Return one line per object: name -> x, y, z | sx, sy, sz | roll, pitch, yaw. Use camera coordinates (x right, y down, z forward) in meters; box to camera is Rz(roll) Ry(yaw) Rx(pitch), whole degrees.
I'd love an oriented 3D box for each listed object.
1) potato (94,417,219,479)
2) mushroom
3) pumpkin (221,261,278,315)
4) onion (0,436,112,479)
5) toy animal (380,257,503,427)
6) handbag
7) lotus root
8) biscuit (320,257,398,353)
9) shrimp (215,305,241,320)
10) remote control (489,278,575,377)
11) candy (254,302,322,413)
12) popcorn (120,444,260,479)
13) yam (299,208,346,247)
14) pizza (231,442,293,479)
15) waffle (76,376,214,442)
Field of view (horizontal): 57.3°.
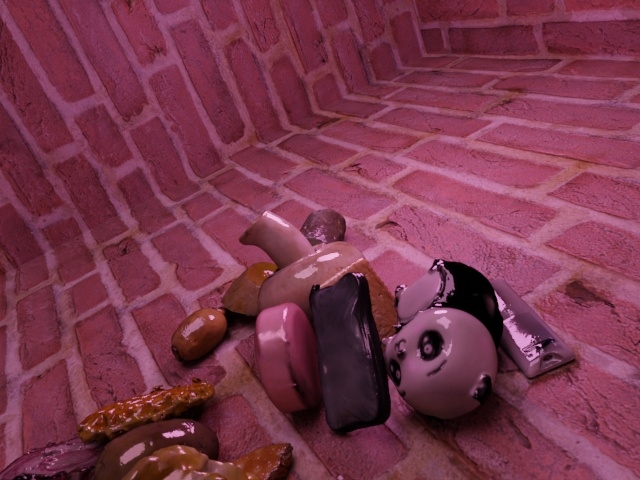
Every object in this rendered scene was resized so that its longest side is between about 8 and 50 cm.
potato -> -0.334, 0.455, 1.217 | 0.262, 0.164, 0.165 | -16, 19, -37
mushroom -> -0.053, 0.114, 1.539 | 0.356, 0.315, 0.315 | 12, 19, -21
pumpkin -> -0.180, 0.133, 1.742 | 0.218, 0.110, 0.217 | 5, 18, -2
onion -> -0.552, 0.529, 1.337 | 0.315, 0.146, 0.280 | -15, 0, 4
toy animal -> 0.258, 0.212, 1.199 | 0.251, 0.251, 0.309 | -9, 41, 24
handbag -> 0.053, 0.229, 1.241 | 0.075, 0.332, 0.192 | 5, -26, -35
lotus root -> -0.338, 0.256, 1.682 | 0.125, 0.118, 0.221 | 25, 57, 34
biscuit -> 0.113, 0.178, 1.384 | 0.160, 0.249, 0.030 | -33, -7, -20
shrimp -> -0.279, 0.213, 1.794 | 0.190, 0.042, 0.101 | -15, 20, 15
remote control -> 0.433, 0.177, 1.311 | 0.109, 0.055, 0.313 | -23, 27, -1
candy -> -0.068, 0.266, 1.318 | 0.095, 0.255, 0.255 | -16, 28, 12
popcorn -> -0.205, 0.510, 0.955 | 0.334, 0.293, 0.292 | 28, 85, 23
yam -> 0.000, 0.000, 1.863 | 0.154, 0.154, 0.254 | -12, 31, 19
pizza -> -0.157, 0.495, 1.173 | 0.127, 0.058, 0.246 | 6, 37, 45
waffle -> -0.412, 0.399, 1.392 | 0.325, 0.068, 0.302 | -13, -3, -4
